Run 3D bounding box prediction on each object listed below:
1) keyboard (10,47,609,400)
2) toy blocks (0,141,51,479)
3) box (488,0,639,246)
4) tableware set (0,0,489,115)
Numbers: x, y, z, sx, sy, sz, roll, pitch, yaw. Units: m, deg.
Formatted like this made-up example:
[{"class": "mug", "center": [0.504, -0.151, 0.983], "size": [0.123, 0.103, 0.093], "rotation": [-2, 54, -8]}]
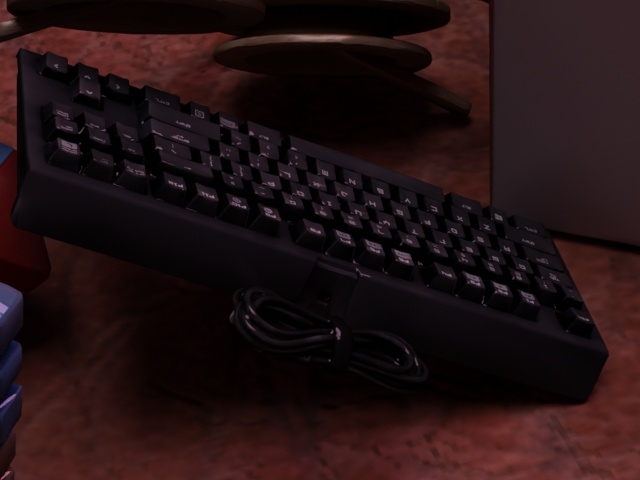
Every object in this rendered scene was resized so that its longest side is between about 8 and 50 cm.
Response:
[{"class": "keyboard", "center": [0.000, 0.000, 0.518], "size": [0.180, 0.023, 0.108], "rotation": [17, 34, -22]}, {"class": "toy blocks", "center": [-0.196, 0.041, 0.461], "size": [0.261, 0.190, 0.381], "rotation": [19, 44, 9]}, {"class": "box", "center": [0.184, -0.176, 0.629], "size": [0.168, 0.215, 0.345], "rotation": [11, 42, 17]}, {"class": "tableware set", "center": [-0.027, -0.067, 0.584], "size": [0.128, 0.039, 0.194], "rotation": [-1, -3, 31]}]
